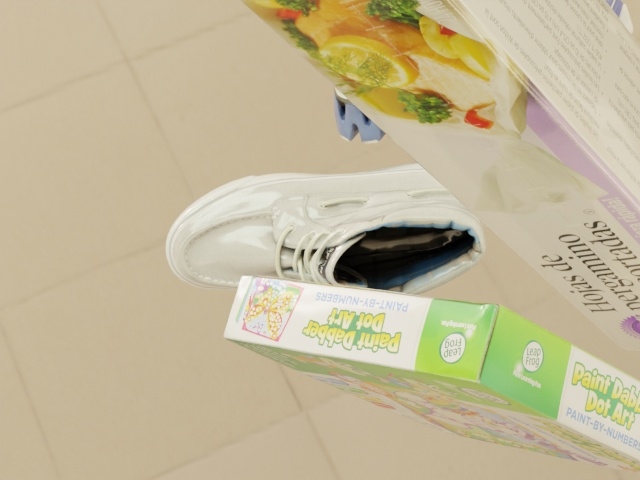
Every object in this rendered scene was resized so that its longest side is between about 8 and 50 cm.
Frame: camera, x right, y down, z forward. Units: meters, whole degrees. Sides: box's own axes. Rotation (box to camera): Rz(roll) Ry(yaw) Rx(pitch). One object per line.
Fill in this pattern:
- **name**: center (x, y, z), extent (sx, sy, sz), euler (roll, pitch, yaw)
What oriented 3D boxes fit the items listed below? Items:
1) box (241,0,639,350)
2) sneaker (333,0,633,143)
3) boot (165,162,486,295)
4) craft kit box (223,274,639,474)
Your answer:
- **box**: center (0.063, -0.055, 0.447), extent (0.063, 0.324, 0.067), euler (-9, 59, 37)
- **sneaker**: center (0.101, -0.193, 1.199), extent (0.315, 0.182, 0.127), euler (-5, 39, 41)
- **boot**: center (0.000, 0.000, 1.026), extent (0.258, 0.095, 0.123), euler (-12, 18, 5)
- **craft kit box**: center (0.101, 0.097, 0.935), extent (0.246, 0.250, 0.061), euler (0, 69, 48)
